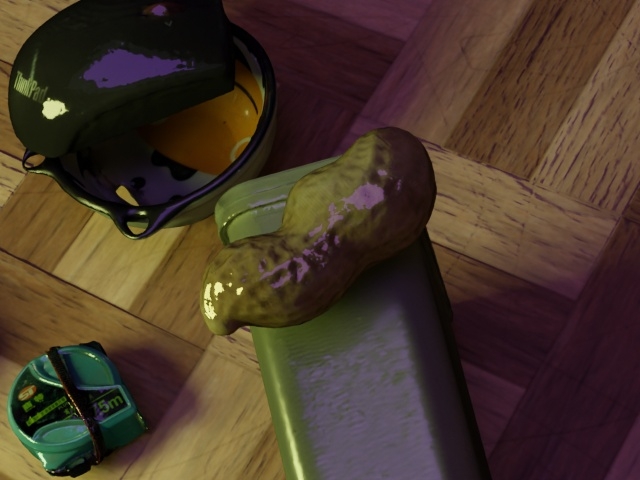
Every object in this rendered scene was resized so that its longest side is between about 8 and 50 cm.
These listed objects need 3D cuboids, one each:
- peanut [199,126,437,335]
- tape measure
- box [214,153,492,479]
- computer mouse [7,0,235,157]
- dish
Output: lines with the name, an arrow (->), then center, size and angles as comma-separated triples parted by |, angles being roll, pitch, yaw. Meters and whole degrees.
peanut -> 0.000, 0.000, 1.175 | 0.228, 0.085, 0.104 | -41, 55, -7
tape measure -> -0.264, 0.178, 1.550 | 0.125, 0.081, 0.146 | -30, 58, -8
box -> 0.055, 0.153, 1.329 | 0.177, 0.352, 0.343 | -17, 60, 4
computer mouse -> -0.229, -0.204, 1.609 | 0.269, 0.100, 0.170 | -21, 58, 2
dish -> -0.170, -0.114, 1.667 | 0.303, 0.120, 0.303 | -7, 58, 12
